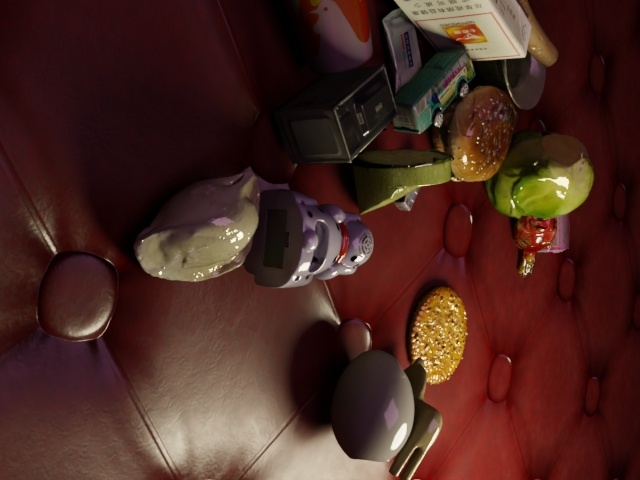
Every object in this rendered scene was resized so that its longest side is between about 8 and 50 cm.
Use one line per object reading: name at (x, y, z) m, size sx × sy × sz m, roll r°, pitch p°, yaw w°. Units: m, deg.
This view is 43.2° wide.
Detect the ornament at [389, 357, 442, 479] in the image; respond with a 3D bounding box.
ornament at (0.197, 0.388, 1.808) m, size 0.061 × 0.230 × 0.245 m, roll 35°, pitch 85°, yaw -20°

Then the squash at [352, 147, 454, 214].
squash at (0.177, -0.127, 1.709) m, size 0.220 × 0.220 × 0.133 m, roll -17°, pitch 103°, yaw -48°

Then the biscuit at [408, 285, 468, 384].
biscuit at (0.299, 0.236, 2.020) m, size 0.254 × 0.035 × 0.254 m, roll -5°, pitch 97°, yaw -48°

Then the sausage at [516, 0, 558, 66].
sausage at (0.513, -0.517, 1.979) m, size 0.301 × 0.066 × 0.065 m, roll 34°, pitch 68°, yaw -49°

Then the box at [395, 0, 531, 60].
box at (0.319, -0.520, 1.820) m, size 0.330 × 0.210 × 0.095 m, roll 32°, pitch 67°, yaw -53°

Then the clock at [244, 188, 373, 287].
clock at (-0.004, -0.001, 1.540) m, size 0.254 × 0.189 × 0.188 m, roll 2°, pitch 92°, yaw -48°

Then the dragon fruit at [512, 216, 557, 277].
dragon fruit at (0.601, 0.001, 2.300) m, size 0.125 × 0.125 × 0.246 m, roll -44°, pitch 142°, yaw -55°

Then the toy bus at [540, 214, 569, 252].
toy bus at (0.664, -0.103, 2.364) m, size 0.090 × 0.112 × 0.274 m, roll -10°, pitch 99°, yaw -45°

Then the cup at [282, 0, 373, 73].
cup at (0.006, -0.473, 1.517) m, size 0.203 × 0.203 × 0.288 m, roll -46°, pitch 133°, yaw -37°

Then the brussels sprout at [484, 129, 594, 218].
brussels sprout at (0.573, -0.173, 2.117) m, size 0.259 × 0.294 × 0.227 m, roll 4°, pitch 66°, yaw -13°

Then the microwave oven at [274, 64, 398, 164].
microwave oven at (0.037, -0.240, 1.579) m, size 0.205 × 0.163 × 0.129 m, roll -46°, pitch 128°, yaw -41°

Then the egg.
egg at (0.111, 0.347, 1.702) m, size 0.176 × 0.176 × 0.231 m, roll 27°, pitch 67°, yaw -47°

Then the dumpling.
dumpling at (-0.193, -0.006, 1.367) m, size 0.252 × 0.131 × 0.179 m, roll -35°, pitch 141°, yaw -30°

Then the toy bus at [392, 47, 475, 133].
toy bus at (0.261, -0.345, 1.866) m, size 0.261 × 0.091 × 0.109 m, roll -49°, pitch 136°, yaw -30°

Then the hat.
hat at (0.473, -0.460, 2.089) m, size 0.257 × 0.130 × 0.257 m, roll -5°, pitch 97°, yaw -53°

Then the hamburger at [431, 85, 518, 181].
hamburger at (0.384, -0.267, 2.004) m, size 0.286 × 0.146 × 0.243 m, roll -28°, pitch 121°, yaw -46°

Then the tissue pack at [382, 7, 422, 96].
tissue pack at (0.187, -0.430, 1.839) m, size 0.122 × 0.026 × 0.193 m, roll -34°, pitch 120°, yaw -44°

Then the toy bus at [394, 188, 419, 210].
toy bus at (0.212, -0.132, 1.886) m, size 0.052 × 0.037 × 0.130 m, roll 48°, pitch 59°, yaw -43°
